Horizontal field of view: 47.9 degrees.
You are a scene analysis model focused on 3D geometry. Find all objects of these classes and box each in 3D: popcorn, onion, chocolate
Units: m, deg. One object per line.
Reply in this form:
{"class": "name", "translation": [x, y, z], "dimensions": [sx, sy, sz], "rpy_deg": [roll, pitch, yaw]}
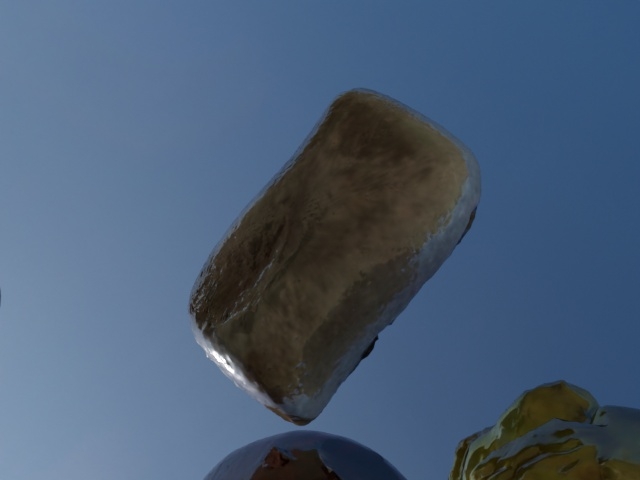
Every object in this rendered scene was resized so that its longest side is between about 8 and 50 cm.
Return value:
{"class": "popcorn", "translation": [0.200, 0.219, 0.508], "dimensions": [0.276, 0.276, 0.225], "rpy_deg": [10, -87, 23]}
{"class": "onion", "translation": [-0.014, 0.378, 0.840], "dimensions": [0.341, 0.341, 0.341], "rpy_deg": [-8, -122, 13]}
{"class": "chocolate", "translation": [0.000, 0.000, 0.646], "dimensions": [0.185, 0.100, 0.303], "rpy_deg": [37, -92, 32]}
